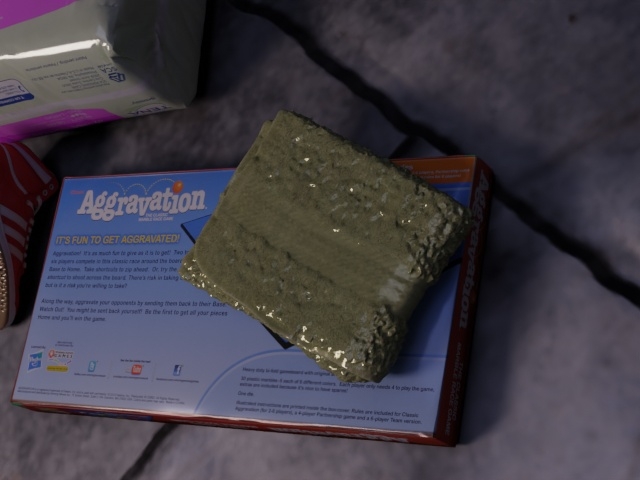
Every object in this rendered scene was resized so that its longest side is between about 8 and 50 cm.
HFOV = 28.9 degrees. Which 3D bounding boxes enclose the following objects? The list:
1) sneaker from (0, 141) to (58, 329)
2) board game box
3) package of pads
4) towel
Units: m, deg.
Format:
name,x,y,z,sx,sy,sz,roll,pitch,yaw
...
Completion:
name,x,y,z,sx,sy,sz,roll,pitch,yaw
sneaker,-0.197,-0.006,0.790,0.042,0.067,0.118,-2,99,30
board game box,-0.046,0.030,0.679,0.281,0.027,0.145,-1,72,33
package of pads,-0.182,-0.212,0.823,0.229,0.101,0.296,-7,65,30
towel,0.000,0.000,0.627,0.148,0.027,0.110,28,86,39
